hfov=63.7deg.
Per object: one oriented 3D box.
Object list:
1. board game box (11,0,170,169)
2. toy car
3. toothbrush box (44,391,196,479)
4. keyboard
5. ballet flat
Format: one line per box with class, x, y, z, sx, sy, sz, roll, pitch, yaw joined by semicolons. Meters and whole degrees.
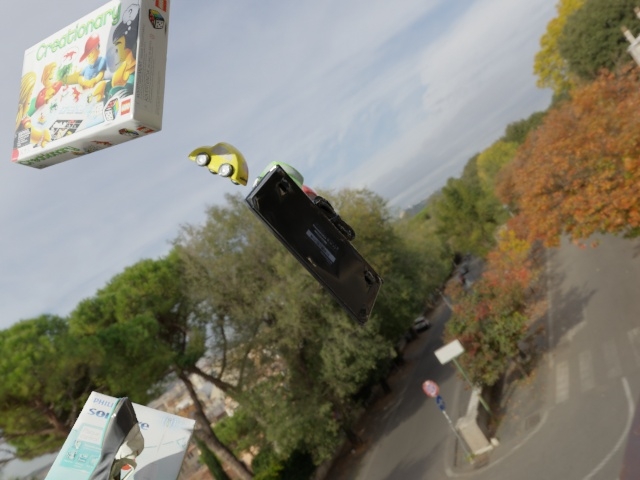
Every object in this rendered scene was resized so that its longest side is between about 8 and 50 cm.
board game box;-0.344;-0.226;0.757;0.305;0.192;0.053;-7;-13;33
toy car;-0.070;-0.087;0.761;0.053;0.239;0.225;-64;21;-1
toothbrush box;-0.384;0.462;0.950;0.295;0.216;0.126;-77;7;-50
keyboard;0.000;0.000;0.549;0.023;0.180;0.108;-30;19;37
ballet flat;-0.326;0.343;0.839;0.203;0.074;0.074;-64;-16;20
